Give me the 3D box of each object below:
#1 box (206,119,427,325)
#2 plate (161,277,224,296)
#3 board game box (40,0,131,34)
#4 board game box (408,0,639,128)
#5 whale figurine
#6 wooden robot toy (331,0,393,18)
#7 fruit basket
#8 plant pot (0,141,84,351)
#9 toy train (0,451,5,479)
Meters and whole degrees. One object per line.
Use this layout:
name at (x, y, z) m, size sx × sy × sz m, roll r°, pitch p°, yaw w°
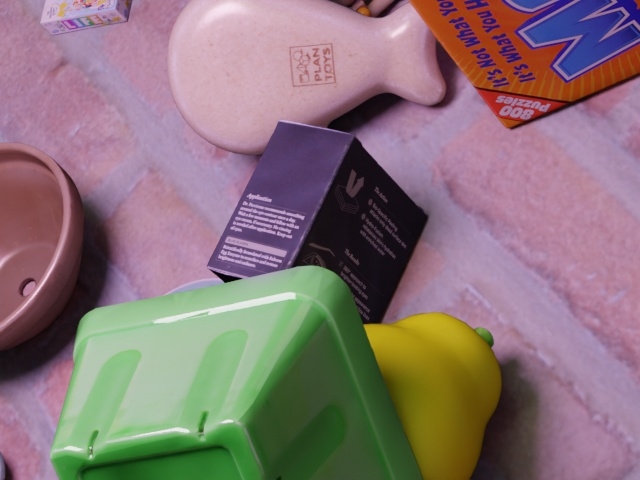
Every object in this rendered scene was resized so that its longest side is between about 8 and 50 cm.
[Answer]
box at (0.000, 0.000, 1.691) m, size 0.093 × 0.156 × 0.158 m, roll 14°, pitch 71°, yaw 37°
plate at (-0.118, 0.124, 1.774) m, size 0.188 × 0.024 × 0.188 m, roll -15°, pitch 55°, yaw 23°
board game box at (-0.255, -0.311, 2.111) m, size 0.103 × 0.026 × 0.154 m, roll -7°, pitch 60°, yaw 28°
board game box at (0.222, -0.390, 1.659) m, size 0.356 × 0.356 × 0.356 m, roll -23°, pitch 53°, yaw 17°
whale figurine at (-0.011, -0.179, 1.828) m, size 0.272 × 0.141 × 0.216 m, roll -5°, pitch 100°, yaw 9°
wooden robot toy at (0.028, -0.253, 1.875) m, size 0.076 × 0.079 × 0.173 m, roll -49°, pitch 51°, yaw -3°
fruit basket at (-0.011, 0.184, 1.514) m, size 0.283 × 0.392 × 0.392 m, roll -12°, pitch 57°, yaw 24°
plant pot at (-0.326, 0.027, 1.899) m, size 0.237 × 0.110 × 0.237 m, roll -15°, pitch 56°, yaw 24°
toy train at (-0.406, 0.257, 1.805) m, size 0.190 × 0.142 × 0.334 m, roll -45°, pitch 51°, yaw 16°
